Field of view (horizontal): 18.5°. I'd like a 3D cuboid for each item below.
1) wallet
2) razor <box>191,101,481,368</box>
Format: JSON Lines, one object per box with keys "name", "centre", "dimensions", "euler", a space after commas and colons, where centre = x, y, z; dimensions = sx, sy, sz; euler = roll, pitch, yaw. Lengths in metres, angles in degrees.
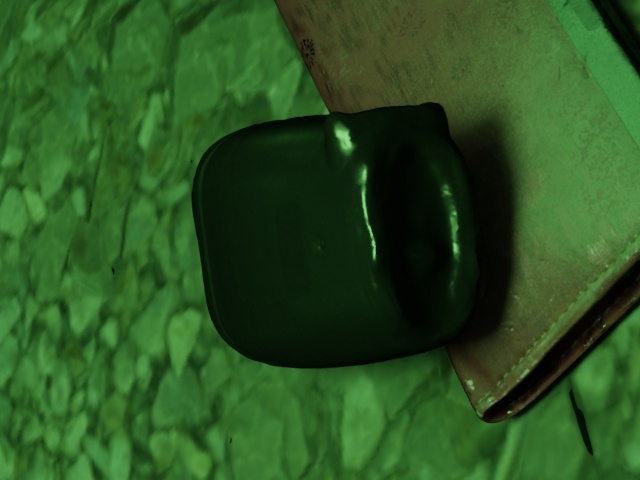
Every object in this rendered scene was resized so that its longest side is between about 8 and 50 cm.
{"name": "wallet", "centre": [0.049, -0.060, 0.692], "dimensions": [0.119, 0.025, 0.232], "euler": [-49, 48, 30]}
{"name": "razor", "centre": [0.000, 0.000, 0.682], "dimensions": [0.148, 0.054, 0.090], "euler": [-5, 94, 66]}
